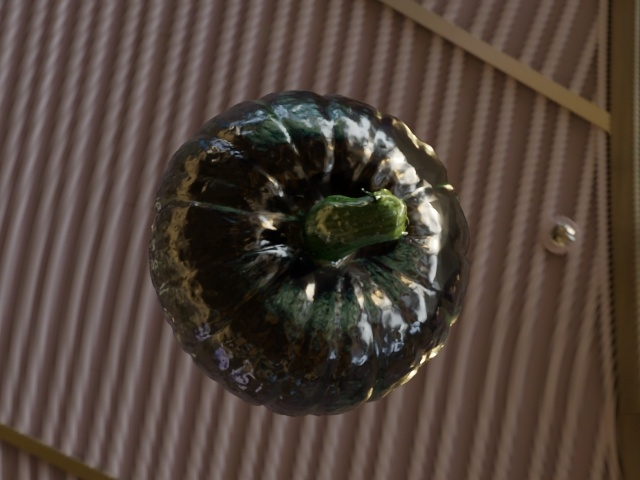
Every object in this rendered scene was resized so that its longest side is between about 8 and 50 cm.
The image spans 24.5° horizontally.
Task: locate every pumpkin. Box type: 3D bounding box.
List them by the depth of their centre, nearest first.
[{"bbox_3d":[0.000,0.000,1.076,0.248,0.248,0.248,-2,-98,19],"label":"pumpkin"}]
